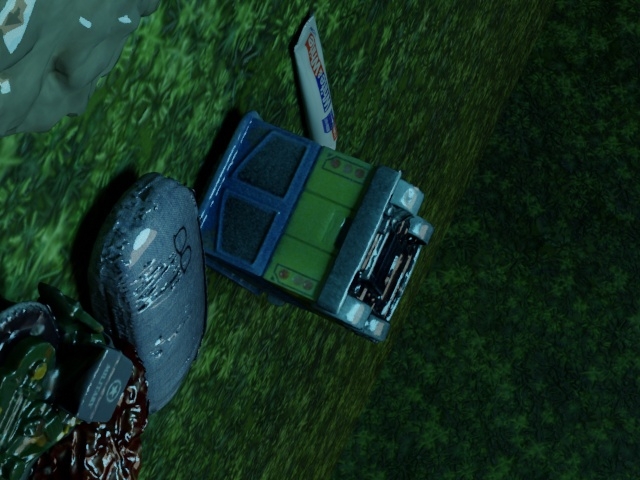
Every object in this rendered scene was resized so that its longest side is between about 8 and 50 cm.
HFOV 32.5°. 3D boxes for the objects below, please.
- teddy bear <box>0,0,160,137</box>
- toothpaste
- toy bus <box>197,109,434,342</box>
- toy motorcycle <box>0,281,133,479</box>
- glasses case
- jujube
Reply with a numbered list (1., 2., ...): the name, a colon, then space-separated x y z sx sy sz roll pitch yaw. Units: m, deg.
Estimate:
1. teddy bear: -0.149 -0.151 0.403 0.367 0.224 0.357 -82 -167 -85
2. toothpaste: -0.006 -0.160 1.190 0.218 0.033 0.052 77 34 -61
3. toy bus: 0.000 0.000 1.126 0.152 0.190 0.312 -66 166 -6
4. toy motorcycle: -0.218 0.166 0.735 0.275 0.124 0.187 -65 157 -8
5. glasses case: -0.143 0.053 0.935 0.109 0.067 0.282 -55 161 -32
6. jujube: -0.184 0.155 0.878 0.166 0.104 0.104 -69 166 7
